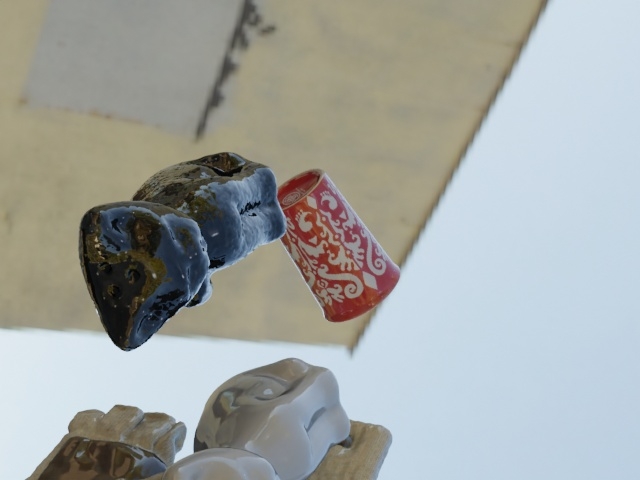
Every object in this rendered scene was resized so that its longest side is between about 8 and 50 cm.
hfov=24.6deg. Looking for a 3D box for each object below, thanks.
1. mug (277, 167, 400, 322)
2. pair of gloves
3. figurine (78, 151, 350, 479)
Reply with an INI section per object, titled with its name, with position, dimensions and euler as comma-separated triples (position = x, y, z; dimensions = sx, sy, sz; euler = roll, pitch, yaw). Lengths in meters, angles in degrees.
[mug]
position = -0.003, 0.006, 1.844
dimensions = 0.150, 0.169, 0.113
euler = -10, -148, 45
[pair of gloves]
position = -0.084, 0.180, 0.918
dimensions = 0.204, 0.240, 0.042
euler = -72, 161, -57
[figurine]
position = -0.061, 0.067, 0.790
dimensions = 0.209, 0.092, 0.215
euler = -40, 113, -77
